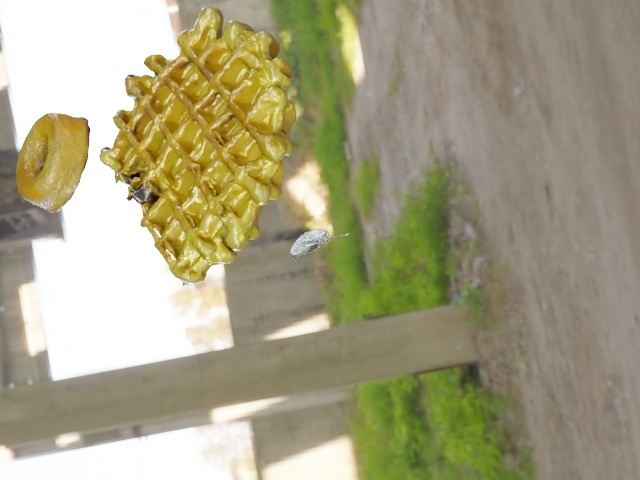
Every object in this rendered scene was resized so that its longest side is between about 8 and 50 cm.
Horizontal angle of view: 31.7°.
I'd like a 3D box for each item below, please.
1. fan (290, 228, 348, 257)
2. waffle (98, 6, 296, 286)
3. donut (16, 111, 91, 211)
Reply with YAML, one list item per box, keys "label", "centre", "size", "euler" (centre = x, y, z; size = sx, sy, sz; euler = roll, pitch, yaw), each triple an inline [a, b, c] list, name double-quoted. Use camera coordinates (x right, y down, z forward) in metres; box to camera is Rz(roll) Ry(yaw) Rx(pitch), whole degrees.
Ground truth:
- label: "fan"
  centre: [-0.004, -0.003, 1.450]
  size: [0.060, 0.080, 0.003]
  euler: [-109, -8, -63]
- label: "waffle"
  centre: [-0.131, -0.096, 1.175]
  size: [0.065, 0.283, 0.309]
  euler: [27, -117, -44]
- label: "donut"
  centre: [-0.389, -0.117, 1.626]
  size: [0.152, 0.058, 0.152]
  euler: [-25, 55, 43]
